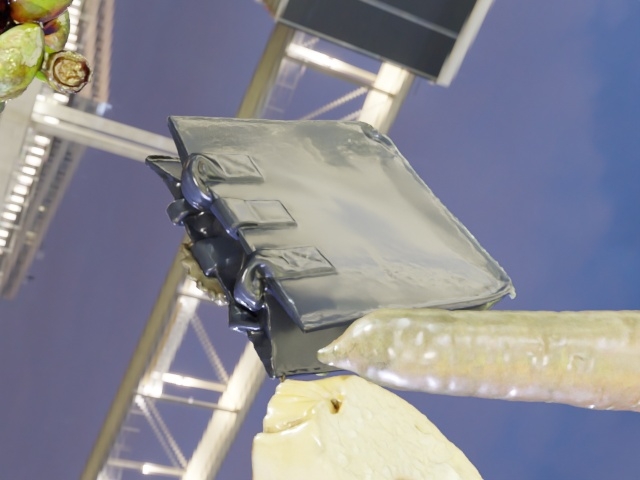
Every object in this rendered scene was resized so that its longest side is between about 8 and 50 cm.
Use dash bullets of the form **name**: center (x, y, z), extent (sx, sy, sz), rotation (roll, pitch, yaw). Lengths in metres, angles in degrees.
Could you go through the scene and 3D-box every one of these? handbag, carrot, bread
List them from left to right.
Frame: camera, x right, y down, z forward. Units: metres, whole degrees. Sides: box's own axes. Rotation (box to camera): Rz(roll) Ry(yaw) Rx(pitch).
- **bread**: center (-0.006, 0.229, 0.852), extent (0.224, 0.211, 0.184), rotation (-38, 177, 25)
- **handbag**: center (0.000, 0.000, 1.012), extent (0.303, 0.329, 0.122), rotation (54, -51, 32)
- **carrot**: center (0.169, 0.066, 0.517), extent (0.070, 0.343, 0.070), rotation (-177, -90, -83)

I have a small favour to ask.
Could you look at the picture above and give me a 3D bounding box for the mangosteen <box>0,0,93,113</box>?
- **mangosteen**: center (-0.397, -0.274, 0.962), extent (0.311, 0.311, 0.311), rotation (-42, -140, 49)
